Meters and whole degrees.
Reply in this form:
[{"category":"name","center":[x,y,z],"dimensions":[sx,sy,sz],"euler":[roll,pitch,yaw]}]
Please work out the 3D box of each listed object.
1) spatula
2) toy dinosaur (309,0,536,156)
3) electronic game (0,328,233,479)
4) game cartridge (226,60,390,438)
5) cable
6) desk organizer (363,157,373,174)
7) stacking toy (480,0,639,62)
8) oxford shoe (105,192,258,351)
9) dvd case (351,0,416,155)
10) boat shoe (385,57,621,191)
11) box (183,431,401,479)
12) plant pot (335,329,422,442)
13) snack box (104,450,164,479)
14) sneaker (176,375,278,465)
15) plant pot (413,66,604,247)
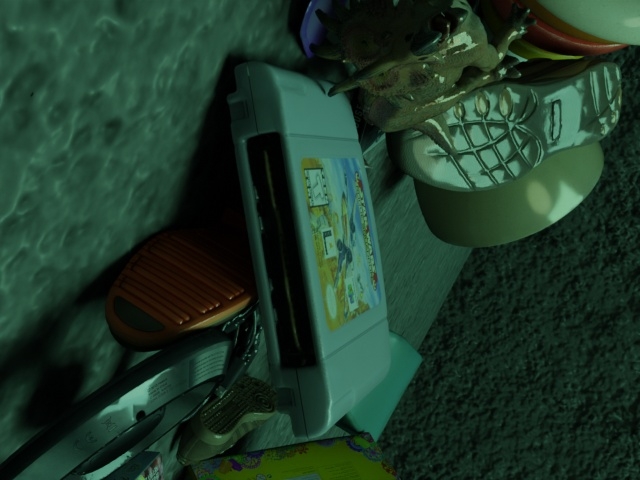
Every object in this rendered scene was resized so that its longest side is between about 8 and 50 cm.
[{"category":"spatula","center":[0.036,-0.179,0.822],"dimensions":[0.084,0.030,0.296],"euler":[-59,156,-6]},{"category":"toy dinosaur","center":[0.079,-0.155,0.742],"dimensions":[0.200,0.127,0.295],"euler":[-42,161,-18]},{"category":"electronic game","center":[-0.163,0.144,0.638],"dimensions":[0.229,0.048,0.229],"euler":[-36,170,-8]},{"category":"game cartridge","center":[0.000,0.000,0.723],"dimensions":[0.198,0.062,0.297],"euler":[-15,96,-65]},{"category":"cable","center":[-0.109,0.108,0.860],"dimensions":[0.184,0.047,0.150],"euler":[-57,159,18]},{"category":"desk organizer","center":[-0.005,-0.052,0.903],"dimensions":[0.047,0.050,0.130],"euler":[13,126,-40]},{"category":"stacking toy","center":[0.338,-0.362,1.131],"dimensions":[0.350,0.351,0.480],"euler":[-59,-179,-10]},{"category":"oxford shoe","center":[-0.093,0.042,0.715],"dimensions":[0.271,0.097,0.098],"euler":[-35,155,-58]},{"category":"dvd case","center":[0.108,-0.219,1.021],"dimensions":[0.239,0.030,0.179],"euler":[-44,156,-49]},{"category":"boat shoe","center":[0.218,-0.151,1.025],"dimensions":[0.355,0.130,0.132],"euler":[-15,115,-29]},{"category":"box","center":[-0.052,0.443,1.141],"dimensions":[0.290,0.177,0.279],"euler":[-1,126,-32]},{"category":"plant pot","center":[0.028,0.180,1.227],"dimensions":[0.165,0.165,0.234],"euler":[-59,157,-11]},{"category":"snack box","center":[-0.193,0.316,0.720],"dimensions":[0.174,0.070,0.207],"euler":[-44,133,-70]},{"category":"sneaker","center":[-0.119,0.225,1.033],"dimensions":[0.071,0.066,0.188],"euler":[-49,164,20]},{"category":"plant pot","center":[0.249,-0.154,1.219],"dimensions":[0.284,0.284,0.191],"euler":[-52,125,-30]}]
